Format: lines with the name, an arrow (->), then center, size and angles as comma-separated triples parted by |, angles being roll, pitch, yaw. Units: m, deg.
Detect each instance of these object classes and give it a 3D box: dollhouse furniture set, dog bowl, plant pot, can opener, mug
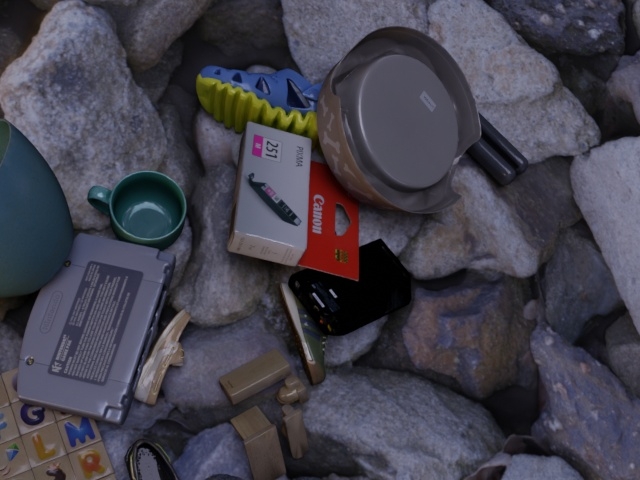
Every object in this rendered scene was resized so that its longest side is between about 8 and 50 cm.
dollhouse furniture set -> -0.090, 0.298, 1.516 | 0.144, 0.123, 0.151 | -26, 42, -20
dog bowl -> 0.141, -0.212, 1.657 | 0.348, 0.102, 0.349 | 7, 78, -37
plant pot -> -0.513, -0.021, 1.437 | 0.195, 0.290, 0.290 | 40, 60, -35
can opener -> 0.297, -0.237, 1.769 | 0.076, 0.095, 0.283 | -37, 74, -22
mug -> -0.309, -0.053, 1.565 | 0.129, 0.097, 0.158 | -40, 81, -22

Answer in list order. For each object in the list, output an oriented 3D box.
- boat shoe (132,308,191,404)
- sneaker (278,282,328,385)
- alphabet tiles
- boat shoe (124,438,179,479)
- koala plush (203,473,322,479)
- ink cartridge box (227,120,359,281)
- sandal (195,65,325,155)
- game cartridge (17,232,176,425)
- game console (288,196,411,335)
boat shoe -> -0.256, 0.196, 1.503 | 0.059, 0.063, 0.170 | 31, 75, -2
sneaker -> -0.006, 0.150, 1.570 | 0.086, 0.064, 0.192 | -16, 70, -12
alphabet tiles -> -0.471, 0.362, 1.379 | 0.285, 0.011, 0.343 | -19, 63, -18
boat shoe -> -0.245, 0.420, 1.411 | 0.081, 0.069, 0.228 | -23, 76, -20
koala plush -> -0.059, 0.430, 1.377 | 0.221, 0.196, 0.203 | -15, 81, -25
ink cartridge box -> -0.034, -0.072, 1.596 | 0.238, 0.060, 0.275 | 13, 48, -13
sandal -> -0.078, -0.265, 1.692 | 0.317, 0.126, 0.138 | 17, 65, -16
game cartridge -> -0.371, 0.137, 1.469 | 0.198, 0.062, 0.297 | 10, 65, 9
game console -> 0.000, 0.000, 1.621 | 0.213, 0.044, 0.361 | -20, 64, -37
